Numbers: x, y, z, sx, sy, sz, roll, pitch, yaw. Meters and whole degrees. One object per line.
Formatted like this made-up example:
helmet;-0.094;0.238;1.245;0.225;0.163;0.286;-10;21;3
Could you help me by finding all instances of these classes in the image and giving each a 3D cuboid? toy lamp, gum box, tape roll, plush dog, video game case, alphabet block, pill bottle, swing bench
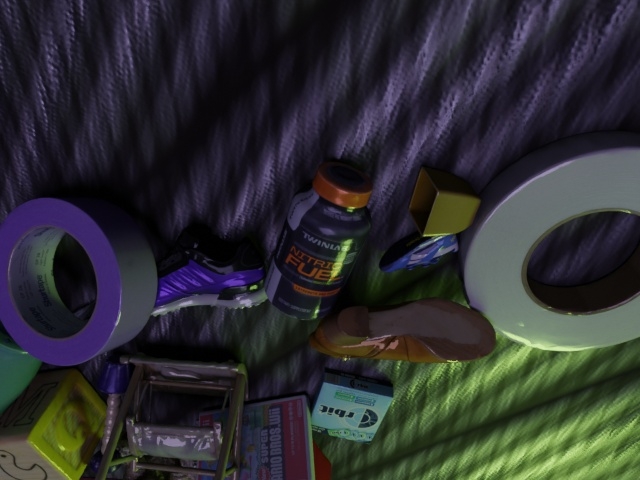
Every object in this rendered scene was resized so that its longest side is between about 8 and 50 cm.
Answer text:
toy lamp;-0.476;0.393;1.028;0.080;0.080;0.275;11;101;-1
gum box;0.063;0.379;1.021;0.157;0.041;0.184;14;125;-3
tape roll;-0.418;0.064;0.761;0.274;0.090;0.275;2;95;18
plush dog;-0.426;0.635;1.138;0.262;0.225;0.211;20;124;-7
video game case;-0.153;0.476;1.023;0.285;0.204;0.025;-15;149;16
alphabet block;-0.652;0.437;1.052;0.197;0.193;0.192;-11;124;13
pill bottle;0.000;0.000;0.720;0.130;0.130;0.246;18;124;-5
tape roll;0.421;0.021;0.722;0.392;0.072;0.392;3;124;4
swing bench;-0.298;0.381;0.969;0.253;0.255;0.165;4;161;5

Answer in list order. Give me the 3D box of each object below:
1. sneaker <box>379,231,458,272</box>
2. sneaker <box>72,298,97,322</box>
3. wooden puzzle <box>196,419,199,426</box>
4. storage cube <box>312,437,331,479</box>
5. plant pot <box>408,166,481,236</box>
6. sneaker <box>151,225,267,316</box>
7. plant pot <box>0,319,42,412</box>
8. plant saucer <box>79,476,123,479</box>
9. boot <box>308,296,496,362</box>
sneaker;0.167;0.023;0.764;0.144;0.053;0.059;-29;118;24
sneaker;-0.476;0.194;0.902;0.086;0.132;0.228;40;119;-19
wooden puzzle;-0.292;0.477;1.149;0.049;0.006;0.083;11;125;-1
storage cube;-0.099;0.596;1.095;0.215;0.193;0.184;-17;121;18
plant pot;0.194;-0.058;0.693;0.083;0.081;0.081;3;125;-10
sneaker;-0.240;0.044;0.805;0.293;0.102;0.146;-5;116;6
plant pot;-0.663;0.207;0.869;0.255;0.272;0.272;-36;114;11
plant saucer;-0.598;0.833;1.400;0.258;0.048;0.259;0;125;7
boot;0.135;0.171;0.818;0.295;0.104;0.211;7;159;-9
